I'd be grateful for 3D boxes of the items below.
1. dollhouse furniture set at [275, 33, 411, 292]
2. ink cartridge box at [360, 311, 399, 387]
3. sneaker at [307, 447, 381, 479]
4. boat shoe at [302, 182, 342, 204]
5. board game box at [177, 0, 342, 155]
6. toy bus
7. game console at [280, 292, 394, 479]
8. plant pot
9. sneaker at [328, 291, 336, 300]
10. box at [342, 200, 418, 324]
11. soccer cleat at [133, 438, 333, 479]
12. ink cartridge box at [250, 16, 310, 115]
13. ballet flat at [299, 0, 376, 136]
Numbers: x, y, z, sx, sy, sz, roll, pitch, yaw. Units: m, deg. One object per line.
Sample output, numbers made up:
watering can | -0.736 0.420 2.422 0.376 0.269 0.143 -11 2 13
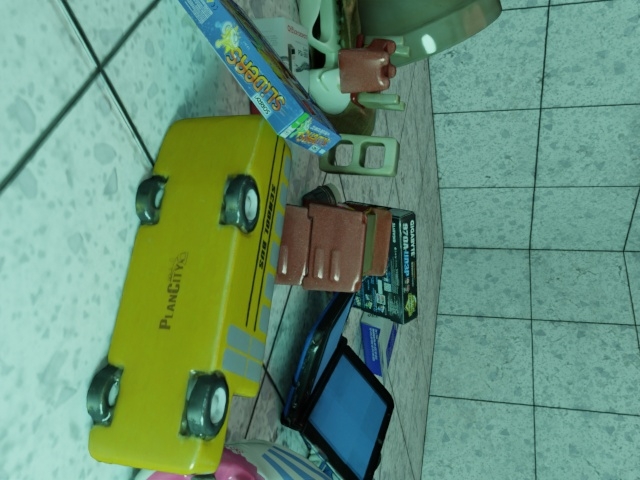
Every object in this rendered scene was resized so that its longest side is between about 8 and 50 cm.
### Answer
dollhouse furniture set | 0.023 -0.122 0.831 0.201 0.152 0.373 -7 103 -73
ink cartridge box | 0.160 0.219 1.501 0.332 0.065 0.165 -63 149 -58
sneaker | 0.030 0.447 0.955 0.330 0.147 0.129 -57 144 -58
boat shoe | 0.000 0.000 1.014 0.065 0.075 0.206 -18 123 -26
board game box | -0.065 -0.185 0.602 0.201 0.035 0.136 54 14 11
toy bus | -0.111 0.040 0.545 0.130 0.108 0.332 55 39 -65
game console | 0.064 0.229 0.981 0.293 0.173 0.250 -48 157 -66
plant pot | 0.184 -0.556 1.206 0.280 0.323 0.323 62 29 -25
sneaker | 0.050 0.068 1.123 0.068 0.071 0.169 -62 149 -56
box | 0.108 0.041 1.136 0.051 0.175 0.220 -20 113 -40
soccer cleat | -0.096 0.280 0.639 0.116 0.143 0.331 -54 135 -4
ink cartridge box | -0.055 -0.230 0.789 0.099 0.056 0.135 -32 122 -69
ballet flat | 0.017 -0.325 0.960 0.124 0.116 0.342 -27 118 -48
